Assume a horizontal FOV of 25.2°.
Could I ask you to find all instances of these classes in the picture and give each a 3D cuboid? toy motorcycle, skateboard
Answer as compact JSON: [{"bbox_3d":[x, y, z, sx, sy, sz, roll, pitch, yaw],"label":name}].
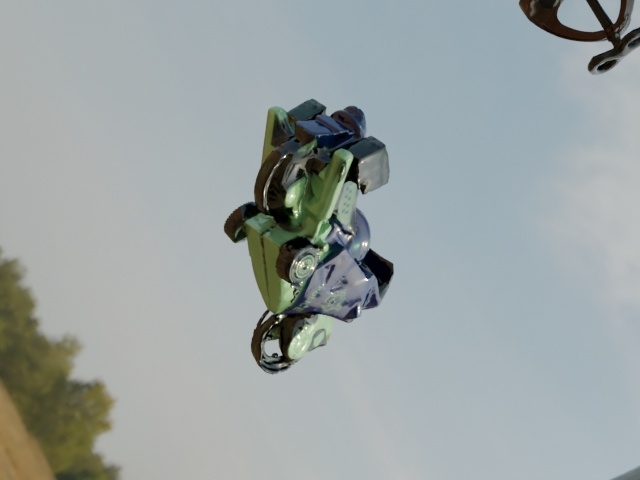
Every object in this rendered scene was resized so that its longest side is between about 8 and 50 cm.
[{"bbox_3d":[0.000,0.000,1.592,0.125,0.196,0.331,34,-41,34],"label":"toy motorcycle"},{"bbox_3d":[0.174,-0.155,0.781,0.151,0.067,0.080,-39,-106,41],"label":"skateboard"}]

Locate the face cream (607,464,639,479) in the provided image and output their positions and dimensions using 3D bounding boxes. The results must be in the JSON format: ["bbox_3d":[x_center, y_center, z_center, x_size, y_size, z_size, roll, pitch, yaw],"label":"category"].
[{"bbox_3d":[0.097,0.231,0.857,0.067,0.285,0.139,56,18,-18],"label":"face cream"}]
